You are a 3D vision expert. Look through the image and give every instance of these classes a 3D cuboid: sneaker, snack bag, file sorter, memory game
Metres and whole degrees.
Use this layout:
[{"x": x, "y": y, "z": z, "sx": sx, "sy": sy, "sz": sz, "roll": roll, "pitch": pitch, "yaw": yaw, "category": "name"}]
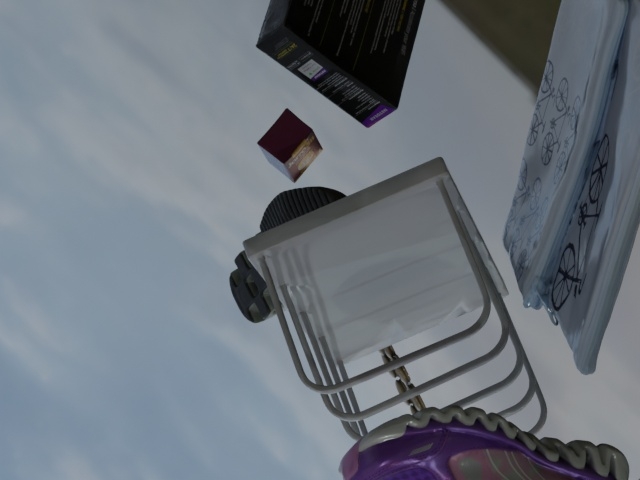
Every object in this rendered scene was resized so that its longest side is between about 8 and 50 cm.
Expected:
[{"x": 0.123, "y": 0.186, "z": 1.359, "sx": 0.236, "sy": 0.095, "sz": 0.104, "roll": 15, "pitch": -129, "yaw": -29, "category": "sneaker"}, {"x": 0.237, "y": -0.077, "z": 1.774, "sx": 0.037, "sy": 0.323, "sz": 0.342, "roll": 10, "pitch": -157, "yaw": -9, "category": "snack bag"}, {"x": 0.081, "y": 0.088, "z": 1.806, "sx": 0.277, "sy": 0.193, "sz": 0.173, "roll": 56, "pitch": -168, "yaw": -60, "category": "file sorter"}, {"x": 0.100, "y": 0.173, "z": 2.394, "sx": 0.186, "sy": 0.012, "sz": 0.186, "roll": 62, "pitch": 176, "yaw": 7, "category": "memory game"}, {"x": 0.000, "y": 0.000, "z": 2.552, "sx": 0.122, "sy": 0.146, "sz": 0.330, "roll": 67, "pitch": 153, "yaw": 9, "category": "sneaker"}]

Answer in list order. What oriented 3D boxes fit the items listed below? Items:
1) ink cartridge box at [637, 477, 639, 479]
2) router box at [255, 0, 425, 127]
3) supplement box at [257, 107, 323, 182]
[{"x": 0.318, "y": 0.239, "z": 1.515, "sx": 0.117, "sy": 0.278, "sz": 0.201, "roll": 31, "pitch": 154, "yaw": 34, "category": "ink cartridge box"}, {"x": 0.024, "y": -0.207, "z": 1.751, "sx": 0.133, "sy": 0.046, "sz": 0.179, "roll": 35, "pitch": -131, "yaw": -23, "category": "router box"}, {"x": -0.034, "y": -0.108, "z": 2.246, "sx": 0.043, "sy": 0.055, "sz": 0.083, "roll": 39, "pitch": 175, "yaw": 16, "category": "supplement box"}]
